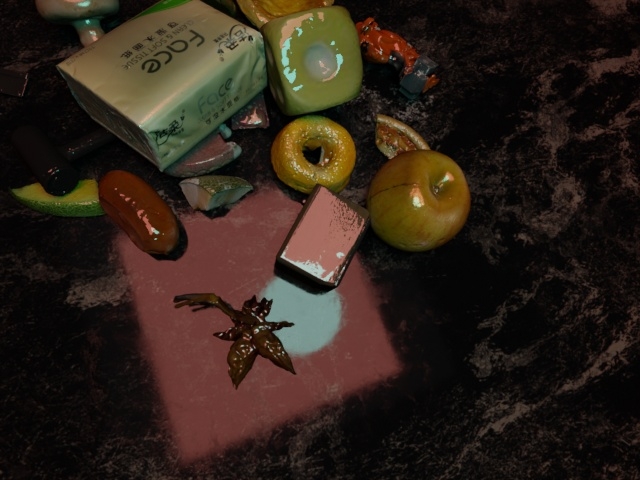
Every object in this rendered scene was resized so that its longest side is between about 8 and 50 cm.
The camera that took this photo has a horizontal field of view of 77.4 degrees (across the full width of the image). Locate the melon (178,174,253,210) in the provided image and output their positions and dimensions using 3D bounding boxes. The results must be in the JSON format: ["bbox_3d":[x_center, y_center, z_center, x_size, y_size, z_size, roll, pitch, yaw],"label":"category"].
[{"bbox_3d":[-0.284,-0.130,1.088,0.203,0.139,0.093,-4,101,-12],"label":"melon"}]

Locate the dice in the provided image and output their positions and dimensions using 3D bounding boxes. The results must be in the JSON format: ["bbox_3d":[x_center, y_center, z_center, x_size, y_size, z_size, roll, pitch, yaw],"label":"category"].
[{"bbox_3d":[-0.030,-0.487,1.098,0.227,0.233,0.238,-19,114,-10],"label":"dice"}]

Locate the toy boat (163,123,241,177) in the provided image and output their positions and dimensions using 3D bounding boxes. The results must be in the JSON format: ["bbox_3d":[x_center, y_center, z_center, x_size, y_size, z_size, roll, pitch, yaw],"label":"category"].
[{"bbox_3d":[-0.343,-0.242,1.119,0.228,0.085,0.155,-22,64,-18],"label":"toy boat"}]

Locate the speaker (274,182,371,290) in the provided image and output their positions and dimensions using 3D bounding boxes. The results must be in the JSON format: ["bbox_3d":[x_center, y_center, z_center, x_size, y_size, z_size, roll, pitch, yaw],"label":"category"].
[{"bbox_3d":[0.000,0.000,1.073,0.193,0.153,0.230,28,75,-2],"label":"speaker"}]

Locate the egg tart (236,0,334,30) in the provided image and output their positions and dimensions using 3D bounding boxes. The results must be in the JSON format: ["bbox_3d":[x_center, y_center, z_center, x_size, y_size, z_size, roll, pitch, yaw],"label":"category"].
[{"bbox_3d":[-0.113,-0.742,1.236,0.319,0.128,0.318,2,78,-10],"label":"egg tart"}]

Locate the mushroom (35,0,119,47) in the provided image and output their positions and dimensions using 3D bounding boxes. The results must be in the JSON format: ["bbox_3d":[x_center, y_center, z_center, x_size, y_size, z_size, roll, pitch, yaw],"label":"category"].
[{"bbox_3d":[-0.659,-0.644,1.122,0.207,0.209,0.206,-17,50,21],"label":"mushroom"}]

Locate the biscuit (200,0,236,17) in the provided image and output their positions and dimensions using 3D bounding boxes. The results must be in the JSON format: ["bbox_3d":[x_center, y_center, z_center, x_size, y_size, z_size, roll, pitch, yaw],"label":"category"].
[{"bbox_3d":[-0.349,-0.703,1.150,0.226,0.226,0.042,15,97,-5],"label":"biscuit"}]

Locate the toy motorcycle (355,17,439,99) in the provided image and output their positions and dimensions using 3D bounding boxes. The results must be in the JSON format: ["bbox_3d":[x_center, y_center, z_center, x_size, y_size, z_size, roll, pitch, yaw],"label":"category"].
[{"bbox_3d":[0.213,-0.574,1.242,0.326,0.147,0.221,42,53,9],"label":"toy motorcycle"}]

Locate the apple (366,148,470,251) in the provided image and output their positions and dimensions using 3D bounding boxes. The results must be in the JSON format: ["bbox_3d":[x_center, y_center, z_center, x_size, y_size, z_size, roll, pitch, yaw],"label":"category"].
[{"bbox_3d":[0.262,-0.109,1.080,0.286,0.233,0.285,7,68,-19],"label":"apple"}]

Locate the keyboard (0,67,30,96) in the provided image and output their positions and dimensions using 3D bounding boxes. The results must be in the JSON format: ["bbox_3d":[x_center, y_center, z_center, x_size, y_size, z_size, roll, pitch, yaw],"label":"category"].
[{"bbox_3d":[-0.933,-0.453,1.108,0.231,0.023,0.072,11,83,-5],"label":"keyboard"}]

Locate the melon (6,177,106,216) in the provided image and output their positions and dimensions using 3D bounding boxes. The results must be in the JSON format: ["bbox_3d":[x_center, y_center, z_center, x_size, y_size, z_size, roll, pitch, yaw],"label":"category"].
[{"bbox_3d":[-0.694,-0.123,1.056,0.262,0.053,0.113,4,70,-8],"label":"melon"}]

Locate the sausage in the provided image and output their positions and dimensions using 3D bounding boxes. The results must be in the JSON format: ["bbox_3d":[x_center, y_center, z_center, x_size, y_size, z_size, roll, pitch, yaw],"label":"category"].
[{"bbox_3d":[-0.466,-0.076,1.039,0.133,0.133,0.258,-42,86,-14],"label":"sausage"}]

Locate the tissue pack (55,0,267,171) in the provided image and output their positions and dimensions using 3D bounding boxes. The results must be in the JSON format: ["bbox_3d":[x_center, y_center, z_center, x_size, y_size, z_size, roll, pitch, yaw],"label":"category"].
[{"bbox_3d":[-0.391,-0.431,1.045,0.332,0.205,0.405,36,70,15],"label":"tissue pack"}]

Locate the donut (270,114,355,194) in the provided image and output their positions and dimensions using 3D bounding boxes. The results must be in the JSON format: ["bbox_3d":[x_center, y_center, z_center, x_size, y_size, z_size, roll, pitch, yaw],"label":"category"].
[{"bbox_3d":[-0.014,-0.245,1.153,0.254,0.118,0.253,4,79,-22],"label":"donut"}]

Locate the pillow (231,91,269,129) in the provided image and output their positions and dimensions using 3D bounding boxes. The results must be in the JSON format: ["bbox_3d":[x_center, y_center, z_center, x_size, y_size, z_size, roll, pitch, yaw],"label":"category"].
[{"bbox_3d":[-0.218,-0.415,1.192,0.118,0.043,0.184,-6,83,-7],"label":"pillow"}]

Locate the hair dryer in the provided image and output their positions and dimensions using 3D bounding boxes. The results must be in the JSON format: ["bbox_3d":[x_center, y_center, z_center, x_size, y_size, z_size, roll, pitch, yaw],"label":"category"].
[{"bbox_3d":[-0.654,-0.250,1.072,0.251,0.089,0.197,-36,70,-28],"label":"hair dryer"}]

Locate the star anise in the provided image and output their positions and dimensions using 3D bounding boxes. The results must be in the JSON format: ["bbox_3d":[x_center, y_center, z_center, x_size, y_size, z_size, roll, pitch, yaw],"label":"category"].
[{"bbox_3d":[-0.208,0.227,0.998,0.346,0.148,0.237,36,73,-9],"label":"star anise"}]

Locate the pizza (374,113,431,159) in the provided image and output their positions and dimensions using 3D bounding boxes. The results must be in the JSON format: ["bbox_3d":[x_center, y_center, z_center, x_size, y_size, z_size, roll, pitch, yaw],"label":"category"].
[{"bbox_3d":[0.257,-0.283,1.223,0.134,0.056,0.271,-32,83,-22],"label":"pizza"}]
